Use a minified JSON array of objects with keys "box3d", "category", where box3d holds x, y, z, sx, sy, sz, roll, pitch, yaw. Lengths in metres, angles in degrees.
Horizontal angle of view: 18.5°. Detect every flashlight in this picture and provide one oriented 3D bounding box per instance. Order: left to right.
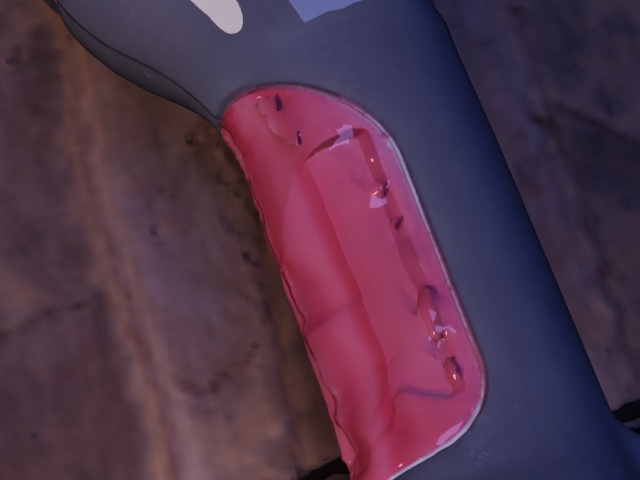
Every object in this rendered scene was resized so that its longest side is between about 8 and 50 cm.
[{"box3d":[0.000,0.000,0.465,0.103,0.103,0.304,17,44,-44],"category":"flashlight"}]
